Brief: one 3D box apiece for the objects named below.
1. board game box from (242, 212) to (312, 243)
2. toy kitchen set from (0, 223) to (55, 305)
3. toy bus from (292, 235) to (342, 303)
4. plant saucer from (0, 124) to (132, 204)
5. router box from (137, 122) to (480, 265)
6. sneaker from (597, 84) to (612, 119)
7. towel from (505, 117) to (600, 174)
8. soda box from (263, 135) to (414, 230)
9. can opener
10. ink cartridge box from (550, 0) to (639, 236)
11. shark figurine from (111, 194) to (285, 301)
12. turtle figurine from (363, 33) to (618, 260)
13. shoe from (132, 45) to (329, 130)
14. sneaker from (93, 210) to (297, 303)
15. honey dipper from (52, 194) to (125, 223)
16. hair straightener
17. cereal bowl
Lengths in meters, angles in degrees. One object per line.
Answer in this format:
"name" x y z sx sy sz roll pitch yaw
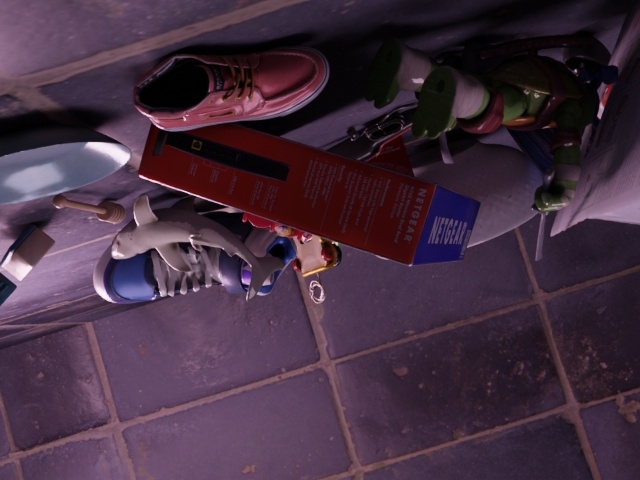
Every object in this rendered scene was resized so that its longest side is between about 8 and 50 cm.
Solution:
"board game box" -0.049 -0.021 1.033 0.168 0.033 0.133 15 -174 -18
"toy kitchen set" -0.522 0.037 1.212 0.207 0.166 0.122 -56 -165 -28
"toy bus" 0.000 -0.013 1.654 0.104 0.191 0.202 -12 129 -43
"plant saucer" -0.291 -0.081 0.855 0.195 0.037 0.195 -16 175 -1
"router box" 0.009 -0.058 0.959 0.301 0.082 0.335 19 -175 18
"sneaker" 0.454 -0.163 1.012 0.221 0.087 0.128 2 180 -8
"towel" 0.525 -0.190 1.487 0.336 0.040 0.243 -9 -150 -3
"soda box" 0.018 -0.095 1.399 0.263 0.083 0.092 -17 175 -4
"can opener" 0.271 -0.221 1.063 0.283 0.095 0.076 3 164 -34
"ink cartridge box" 0.368 -0.153 0.818 0.091 0.308 0.385 22 171 0
"shark figurine" -0.191 -0.020 1.333 0.278 0.116 0.166 13 131 4
"turtle figurine" 0.172 -0.102 0.903 0.266 0.198 0.274 9 146 -37
"shoe" -0.079 -0.141 0.765 0.178 0.063 0.081 -13 180 3
"sneaker" -0.194 0.038 1.439 0.323 0.130 0.236 -23 -153 -39
"honey dipper" -0.321 -0.047 1.168 0.030 0.030 0.160 -18 170 12
"hair straightener" 0.080 -0.149 1.245 0.230 0.047 0.089 -21 173 35
"cereal bowl" 0.233 -0.094 1.543 0.339 0.141 0.339 -19 -167 4
